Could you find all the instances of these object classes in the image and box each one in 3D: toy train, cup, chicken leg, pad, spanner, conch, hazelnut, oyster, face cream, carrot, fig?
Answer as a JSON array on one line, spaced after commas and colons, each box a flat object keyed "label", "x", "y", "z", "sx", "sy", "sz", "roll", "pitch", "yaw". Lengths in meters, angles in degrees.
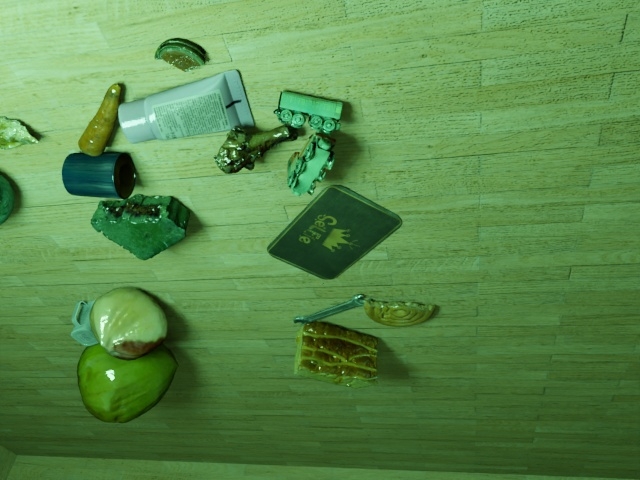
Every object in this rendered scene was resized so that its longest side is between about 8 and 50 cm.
[{"label": "toy train", "x": -0.026, "y": -0.274, "z": 1.215, "sx": 0.148, "sy": 0.071, "sz": 0.038, "roll": 10, "pitch": 179, "yaw": -3}, {"label": "cup", "x": -0.547, "y": -0.150, "z": 1.412, "sx": 0.138, "sy": 0.113, "sz": 0.150, "roll": 3, "pitch": 139, "yaw": 8}, {"label": "chicken leg", "x": -0.154, "y": -0.218, "z": 1.285, "sx": 0.196, "sy": 0.080, "sz": 0.125, "roll": -31, "pitch": 158, "yaw": 29}, {"label": "pad", "x": -0.001, "y": -0.001, "z": 1.546, "sx": 0.315, "sy": 0.063, "sz": 0.375, "roll": 25, "pitch": 137, "yaw": -20}, {"label": "toy train", "x": -0.024, "y": -0.184, "z": 1.291, "sx": 0.074, "sy": 0.118, "sz": 0.176, "roll": 16, "pitch": 136, "yaw": -19}, {"label": "spanner", "x": 0.037, "y": 0.232, "z": 1.859, "sx": 0.302, "sy": 0.017, "sz": 0.071, "roll": -24, "pitch": 135, "yaw": 32}, {"label": "conch", "x": -0.921, "y": -0.112, "z": 1.511, "sx": 0.202, "sy": 0.134, "sz": 0.196, "roll": 16, "pitch": 100, "yaw": -2}, {"label": "hazelnut", "x": -0.639, "y": 0.279, "z": 1.853, "sx": 0.261, "sy": 0.241, "sz": 0.261, "roll": 13, "pitch": 124, "yaw": 21}, {"label": "oyster", "x": -0.756, "y": -0.255, "z": 1.384, "sx": 0.146, "sy": 0.045, "sz": 0.121, "roll": 22, "pitch": 153, "yaw": -16}, {"label": "cup", "x": -0.803, "y": 0.276, "z": 1.963, "sx": 0.095, "sy": 0.129, "sz": 0.128, "roll": -20, "pitch": 131, "yaw": 20}, {"label": "face cream", "x": -0.295, "y": -0.283, "z": 1.242, "sx": 0.274, "sy": 0.096, "sz": 0.154, "roll": -10, "pitch": 137, "yaw": 2}, {"label": "carrot", "x": -0.493, "y": -0.281, "z": 1.294, "sx": 0.061, "sy": 0.061, "sz": 0.210, "roll": 27, "pitch": 133, "yaw": -22}, {"label": "fig", "x": -0.698, "y": 0.479, "z": 2.057, "sx": 0.343, "sy": 0.343, "sz": 0.343, "roll": 5, "pitch": 141, "yaw": 4}]

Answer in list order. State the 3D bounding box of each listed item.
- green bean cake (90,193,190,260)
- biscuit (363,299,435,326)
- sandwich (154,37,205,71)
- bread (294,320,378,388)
[{"label": "green bean cake", "x": -0.474, "y": -0.059, "z": 1.517, "sx": 0.208, "sy": 0.107, "sz": 0.193, "roll": -24, "pitch": 129, "yaw": 31}, {"label": "biscuit", "x": 0.245, "y": 0.238, "z": 1.811, "sx": 0.224, "sy": 0.033, "sz": 0.144, "roll": 6, "pitch": 143, "yaw": -2}, {"label": "sandwich", "x": -0.286, "y": -0.378, "z": 1.160, "sx": 0.101, "sy": 0.026, "sz": 0.069, "roll": 18, "pitch": 139, "yaw": -14}, {"label": "bread", "x": 0.053, "y": 0.384, "z": 1.900, "sx": 0.275, "sy": 0.184, "sz": 0.114, "roll": 16, "pitch": 140, "yaw": -15}]
